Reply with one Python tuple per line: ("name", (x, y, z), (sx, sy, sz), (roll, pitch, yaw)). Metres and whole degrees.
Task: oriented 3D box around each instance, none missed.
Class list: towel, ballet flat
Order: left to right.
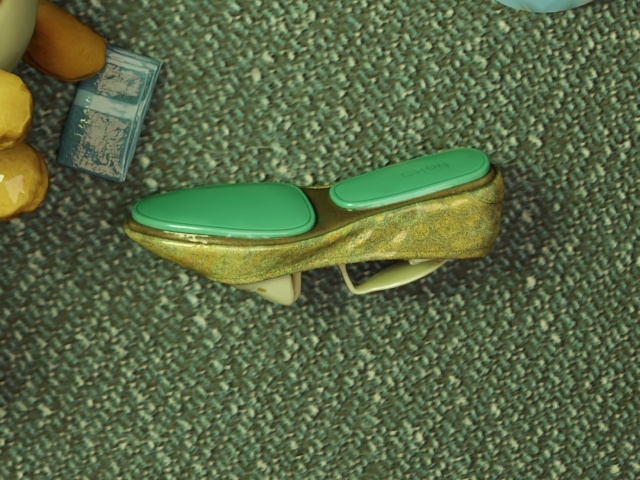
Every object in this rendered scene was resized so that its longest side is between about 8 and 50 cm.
("towel", (-0.191, -0.114, 1.751), (0.067, 0.029, 0.119), (17, 97, -13))
("ballet flat", (0.000, 0.000, 1.773), (0.349, 0.123, 0.123), (-9, 102, -9))

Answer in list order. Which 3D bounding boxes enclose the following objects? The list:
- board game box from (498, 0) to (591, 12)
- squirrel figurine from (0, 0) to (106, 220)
("board game box", (0.206, -0.289, 1.781), (0.133, 0.033, 0.168), (7, 126, -7))
("squirrel figurine", (-0.410, -0.103, 1.559), (0.397, 0.281, 0.370), (21, 76, 3))
